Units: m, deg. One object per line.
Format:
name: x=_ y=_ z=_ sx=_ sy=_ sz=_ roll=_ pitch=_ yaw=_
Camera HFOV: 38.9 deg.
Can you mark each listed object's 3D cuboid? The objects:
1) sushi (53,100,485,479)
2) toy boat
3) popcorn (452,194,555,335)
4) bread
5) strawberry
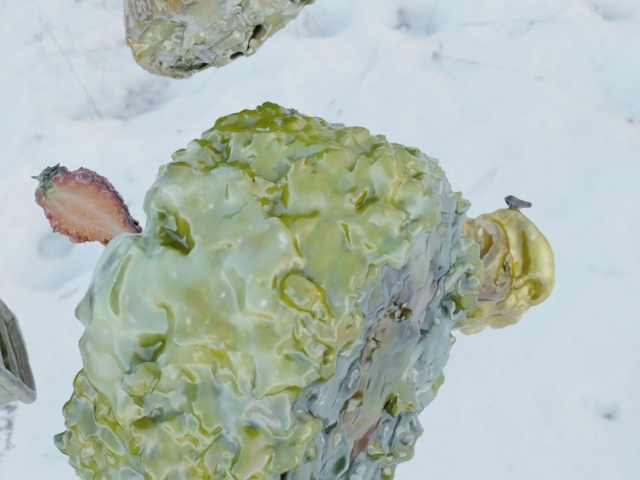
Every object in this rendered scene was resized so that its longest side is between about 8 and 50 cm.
sushi: x=-0.030 y=0.084 z=0.804 sx=0.240 sy=0.351 sz=0.397 roll=23 pitch=88 yaw=25
toy boat: x=-0.333 y=0.088 z=0.842 sx=0.061 sy=0.188 sz=0.116 roll=-22 pitch=62 yaw=-6
popcorn: x=0.262 y=0.063 z=1.716 sx=0.297 sy=0.316 sz=0.281 roll=23 pitch=72 yaw=-9
bread: x=-0.081 y=-0.268 z=0.826 sx=0.274 sy=0.274 sz=0.149 roll=-39 pitch=88 yaw=-23
strawberry: x=-0.278 y=-0.041 z=1.093 sx=0.152 sy=0.104 sz=0.048 roll=36 pitch=33 yaw=-17
